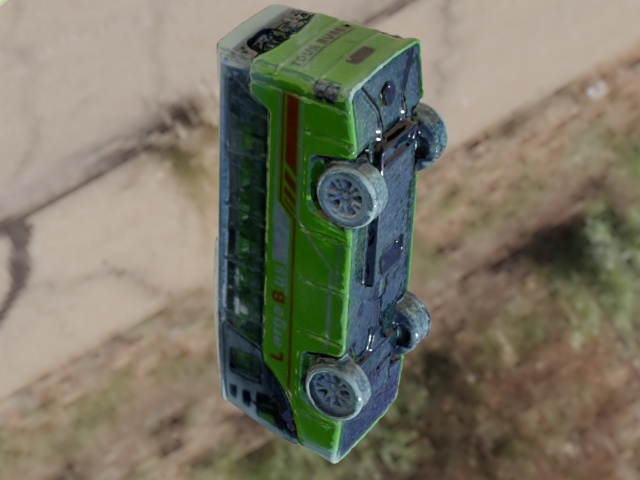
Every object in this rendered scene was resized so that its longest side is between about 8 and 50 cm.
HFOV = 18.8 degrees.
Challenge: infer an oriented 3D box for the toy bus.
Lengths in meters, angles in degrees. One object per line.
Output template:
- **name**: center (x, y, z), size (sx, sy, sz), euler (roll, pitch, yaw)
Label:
- **toy bus**: center (0.000, 0.000, 0.364), size (0.031, 0.037, 0.083), euler (-43, 145, -47)

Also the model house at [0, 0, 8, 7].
- **model house**: center (-0.194, -0.176, 0.591), size (0.261, 0.321, 0.266), euler (-39, 180, -7)
